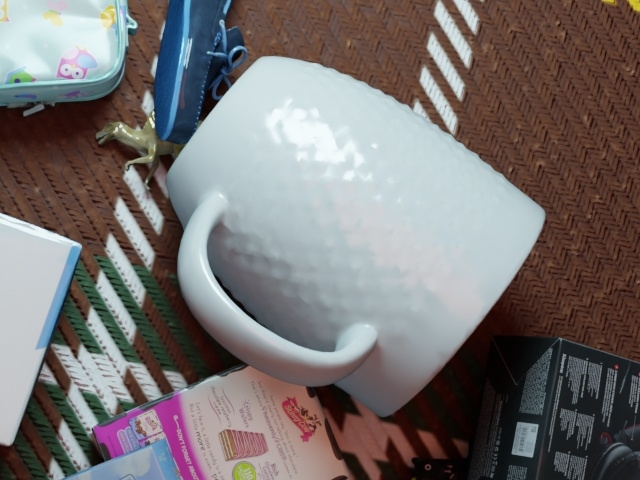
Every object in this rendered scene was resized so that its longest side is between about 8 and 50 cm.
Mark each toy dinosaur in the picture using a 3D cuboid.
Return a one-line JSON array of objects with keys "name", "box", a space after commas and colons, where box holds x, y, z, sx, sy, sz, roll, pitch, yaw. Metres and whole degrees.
[{"name": "toy dinosaur", "box": [-0.152, -0.107, 1.527, 0.183, 0.053, 0.092, -7, 82, -11]}]

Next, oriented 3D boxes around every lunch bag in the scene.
[{"name": "lunch bag", "box": [-0.315, -0.276, 1.492, 0.224, 0.108, 0.279, -5, 84, -14]}]

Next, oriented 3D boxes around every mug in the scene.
[{"name": "mug", "box": [0.000, 0.000, 1.397, 0.328, 0.276, 0.374, 38, 40, -2]}]

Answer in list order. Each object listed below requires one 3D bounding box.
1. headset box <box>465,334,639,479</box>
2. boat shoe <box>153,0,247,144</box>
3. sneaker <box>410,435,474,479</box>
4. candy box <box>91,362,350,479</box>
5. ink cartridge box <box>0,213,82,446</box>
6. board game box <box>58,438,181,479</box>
[{"name": "headset box", "box": [0.305, 0.238, 1.497, 0.293, 0.110, 0.218, 17, 79, -33]}, {"name": "boat shoe", "box": [-0.119, -0.222, 1.510, 0.089, 0.109, 0.258, 17, 70, -22]}, {"name": "sneaker", "box": [0.115, 0.288, 1.519, 0.235, 0.084, 0.097, -29, 77, -19]}, {"name": "candy box", "box": [-0.107, 0.225, 1.481, 0.233, 0.071, 0.159, -21, 87, -12]}, {"name": "ink cartridge box", "box": [-0.360, 0.078, 1.352, 0.197, 0.270, 0.198, 19, 79, -9]}, {"name": "board game box", "box": [-0.222, 0.312, 1.413, 0.212, 0.039, 0.160, -24, 86, 18]}]
